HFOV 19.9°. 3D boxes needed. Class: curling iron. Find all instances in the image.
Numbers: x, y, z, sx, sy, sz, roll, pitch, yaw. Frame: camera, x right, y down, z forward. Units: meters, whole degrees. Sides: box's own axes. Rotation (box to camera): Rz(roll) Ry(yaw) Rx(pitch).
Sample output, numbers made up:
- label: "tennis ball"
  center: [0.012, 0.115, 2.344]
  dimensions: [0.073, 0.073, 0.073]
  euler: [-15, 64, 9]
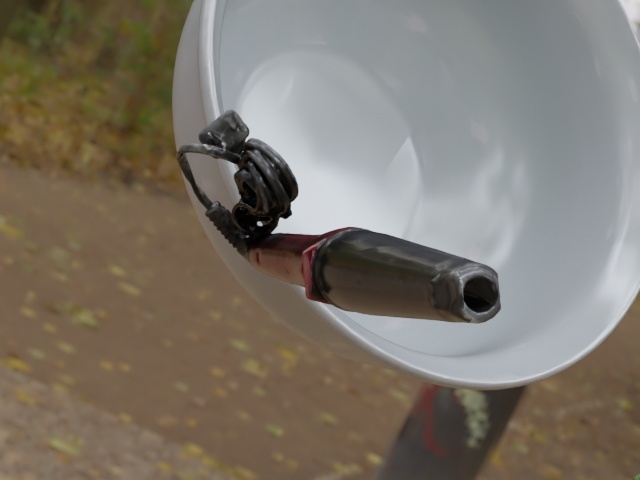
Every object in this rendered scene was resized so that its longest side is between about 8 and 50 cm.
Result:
- label: "curling iron"
  center: [0.000, 0.000, 0.655]
  dimensions: [0.068, 0.035, 0.274]
  euler: [56, -9, -18]

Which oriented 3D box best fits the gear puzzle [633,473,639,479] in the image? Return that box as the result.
- label: "gear puzzle"
  center: [0.305, 0.149, 1.276]
  dimensions: [0.175, 0.339, 0.044]
  euler: [8, 12, -11]

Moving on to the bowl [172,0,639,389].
- label: "bowl"
  center: [0.032, -0.056, 0.969]
  dimensions: [0.298, 0.298, 0.134]
  euler: [22, -25, -31]
